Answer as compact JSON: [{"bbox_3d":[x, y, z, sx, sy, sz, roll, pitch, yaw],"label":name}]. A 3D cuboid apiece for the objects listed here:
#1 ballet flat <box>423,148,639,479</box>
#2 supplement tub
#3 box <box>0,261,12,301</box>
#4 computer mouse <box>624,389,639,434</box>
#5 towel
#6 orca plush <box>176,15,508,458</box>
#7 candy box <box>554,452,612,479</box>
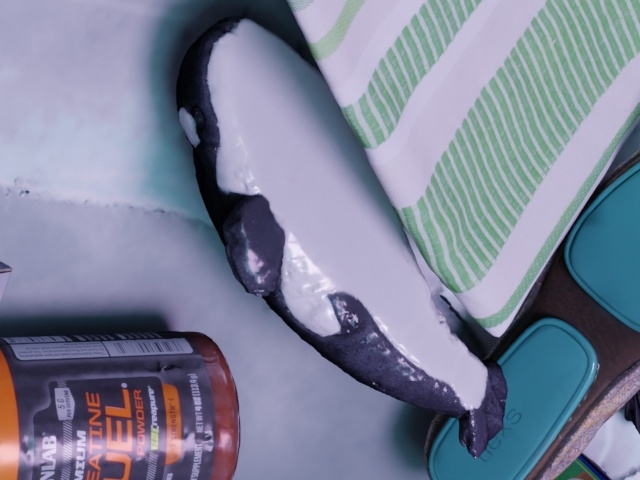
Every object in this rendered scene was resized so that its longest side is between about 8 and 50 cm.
[{"bbox_3d":[0.180,0.041,1.219,0.316,0.107,0.106,-48,163,21],"label":"ballet flat"},{"bbox_3d":[-0.151,0.104,1.090,0.198,0.106,0.106,-2,113,-27],"label":"supplement tub"},{"bbox_3d":[-0.249,0.068,1.003,0.038,0.145,0.186,-7,121,-66],"label":"box"},{"bbox_3d":[0.268,0.041,1.319,0.193,0.042,0.106,-34,119,-3],"label":"computer mouse"},{"bbox_3d":[0.097,-0.130,1.065,0.248,0.038,0.325,-54,140,-23],"label":"towel"},{"bbox_3d":[0.000,0.000,1.137,0.287,0.102,0.151,41,60,-28],"label":"orca plush"},{"bbox_3d":[0.093,0.334,1.315,0.317,0.122,0.268,-27,124,-15],"label":"candy box"}]
